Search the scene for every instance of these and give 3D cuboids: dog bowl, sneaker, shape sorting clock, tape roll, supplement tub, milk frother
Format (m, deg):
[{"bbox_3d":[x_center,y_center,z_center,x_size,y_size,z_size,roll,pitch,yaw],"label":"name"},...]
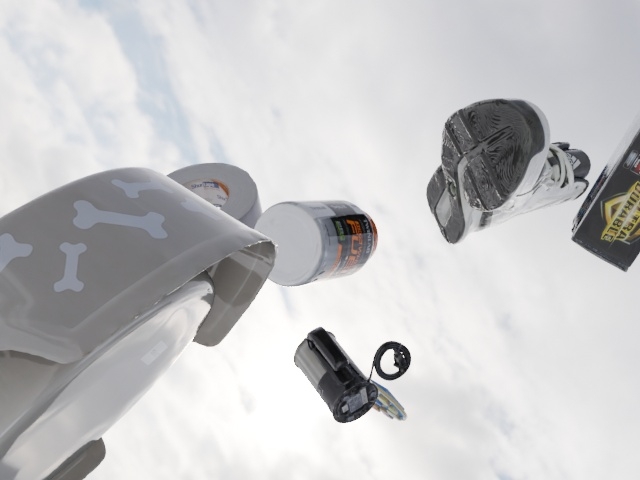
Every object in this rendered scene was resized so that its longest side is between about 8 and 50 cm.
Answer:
[{"bbox_3d":[-0.187,0.092,0.554,0.102,0.349,0.348,45,-30,7],"label":"dog bowl"},{"bbox_3d":[0.342,-0.143,1.333,0.447,0.258,0.169,106,-37,-74],"label":"sneaker"},{"bbox_3d":[0.096,0.320,1.711,0.206,0.040,0.206,33,-13,9],"label":"shape sorting clock"},{"bbox_3d":[-0.220,-0.053,1.505,0.219,0.219,0.072,37,-31,39],"label":"tape roll"},{"bbox_3d":[0.000,0.000,1.133,0.117,0.190,0.116,3,-85,30],"label":"supplement tub"},{"bbox_3d":[0.051,0.194,1.291,0.134,0.143,0.129,48,-39,43],"label":"milk frother"}]

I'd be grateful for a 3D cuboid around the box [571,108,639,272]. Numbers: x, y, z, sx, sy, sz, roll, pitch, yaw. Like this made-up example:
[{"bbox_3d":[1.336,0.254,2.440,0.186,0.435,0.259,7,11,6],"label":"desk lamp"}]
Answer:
[{"bbox_3d":[0.279,-0.089,0.644,0.051,0.175,0.220,31,-76,12],"label":"box"}]
